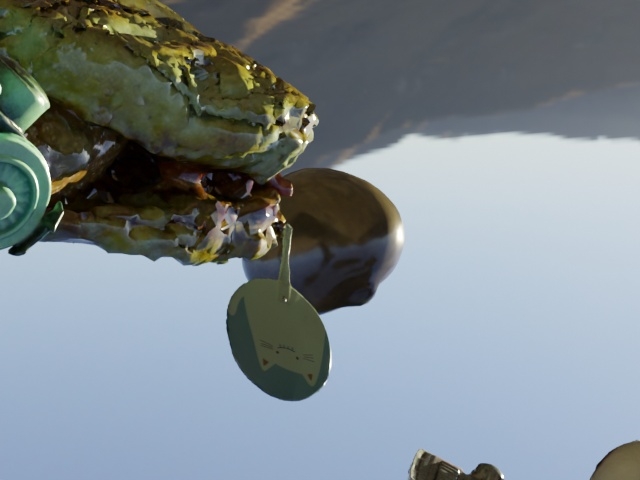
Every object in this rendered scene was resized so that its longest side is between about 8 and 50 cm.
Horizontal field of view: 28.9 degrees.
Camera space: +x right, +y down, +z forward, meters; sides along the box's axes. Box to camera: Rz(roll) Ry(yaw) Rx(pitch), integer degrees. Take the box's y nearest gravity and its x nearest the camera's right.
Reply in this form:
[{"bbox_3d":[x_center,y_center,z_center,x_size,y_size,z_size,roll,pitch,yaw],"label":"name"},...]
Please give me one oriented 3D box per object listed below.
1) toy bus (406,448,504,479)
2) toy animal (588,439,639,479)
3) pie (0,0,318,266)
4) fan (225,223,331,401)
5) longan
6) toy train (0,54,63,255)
[{"bbox_3d":[0.188,0.291,1.123,0.268,0.106,0.092,26,-164,5],"label":"toy bus"},{"bbox_3d":[0.378,0.286,1.279,0.193,0.178,0.127,20,164,50],"label":"toy animal"},{"bbox_3d":[-0.214,-0.134,0.975,0.395,0.180,0.418,6,-157,-47],"label":"pie"},{"bbox_3d":[-0.034,0.059,1.085,0.113,0.175,0.005,25,141,-31],"label":"fan"},{"bbox_3d":[0.000,0.000,1.409,0.189,0.189,0.189,-6,-172,1],"label":"longan"},{"bbox_3d":[-0.241,-0.036,0.629,0.203,0.163,0.112,-46,-136,-7],"label":"toy train"}]
